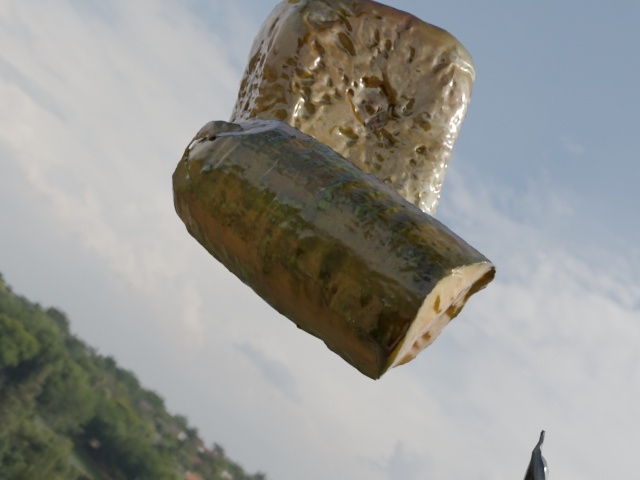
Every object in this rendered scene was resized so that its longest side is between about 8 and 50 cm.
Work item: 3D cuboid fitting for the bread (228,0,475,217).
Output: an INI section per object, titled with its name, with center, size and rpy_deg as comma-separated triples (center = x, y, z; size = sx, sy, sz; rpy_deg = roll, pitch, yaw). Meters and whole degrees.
[bread]
center = 0.008, -0.080, 0.915
size = 0.195, 0.246, 0.176
rpy_deg = 21, -13, -13

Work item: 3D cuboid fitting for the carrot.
[carrot]
center = 0.000, 0.000, 0.479
size = 0.173, 0.082, 0.082
rpy_deg = 39, -10, 36

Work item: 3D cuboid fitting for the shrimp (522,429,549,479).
[shrimp]
center = -0.018, 0.249, 0.299
size = 0.166, 0.410, 0.221
rpy_deg = -12, -47, 38
